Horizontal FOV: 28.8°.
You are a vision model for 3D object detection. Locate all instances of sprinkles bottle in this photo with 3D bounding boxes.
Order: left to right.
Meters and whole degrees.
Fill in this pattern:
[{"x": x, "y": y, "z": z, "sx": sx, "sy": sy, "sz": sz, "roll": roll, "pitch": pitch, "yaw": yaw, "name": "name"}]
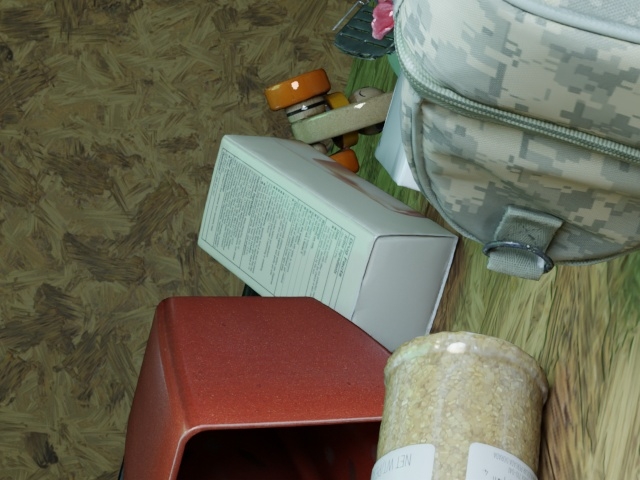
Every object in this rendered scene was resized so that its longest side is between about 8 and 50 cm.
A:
[{"x": 0.078, "y": 0.235, "z": 0.799, "sx": 0.121, "sy": 0.121, "sz": 0.355, "roll": 112, "pitch": 172, "yaw": -54, "name": "sprinkles bottle"}]

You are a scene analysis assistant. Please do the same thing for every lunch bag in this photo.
[{"x": 0.150, "y": -0.156, "z": 0.616, "sx": 0.256, "sy": 0.212, "sz": 0.305, "roll": 119, "pitch": 166, "yaw": -68, "name": "lunch bag"}]

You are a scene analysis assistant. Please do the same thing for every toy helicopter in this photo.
[{"x": 0.083, "y": -0.183, "z": 1.677, "sx": 0.355, "sy": 0.235, "sz": 0.140, "roll": -38, "pitch": -72, "yaw": -75, "name": "toy helicopter"}]

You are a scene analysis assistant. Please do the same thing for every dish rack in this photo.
[{"x": 0.115, "y": -0.347, "z": 1.570, "sx": 0.271, "sy": 0.074, "sz": 0.208, "roll": -49, "pitch": 25, "yaw": -3, "name": "dish rack"}]

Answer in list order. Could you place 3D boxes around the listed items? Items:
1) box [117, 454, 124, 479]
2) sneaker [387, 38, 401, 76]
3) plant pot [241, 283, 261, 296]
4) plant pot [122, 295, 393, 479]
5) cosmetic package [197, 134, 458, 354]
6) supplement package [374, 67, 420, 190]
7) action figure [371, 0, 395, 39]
[{"x": -0.110, "y": 0.374, "z": 1.456, "sx": 0.183, "sy": 0.294, "sz": 0.296, "roll": -87, "pitch": 12, "yaw": -56, "name": "box"}, {"x": 0.148, "y": -0.304, "z": 1.733, "sx": 0.080, "sy": 0.094, "sz": 0.212, "roll": 58, "pitch": 168, "yaw": 15, "name": "sneaker"}, {"x": -0.064, "y": 0.192, "z": 1.977, "sx": 0.187, "sy": 0.188, "sz": 0.167, "roll": 111, "pitch": 178, "yaw": -47, "name": "plant pot"}, {"x": -0.066, "y": 0.197, "z": 1.242, "sx": 0.236, "sy": 0.267, "sz": 0.267, "roll": -120, "pitch": 39, "yaw": -48, "name": "plant pot"}, {"x": 0.000, "y": 0.000, "z": 1.425, "sx": 0.296, "sy": 0.129, "sz": 0.153, "roll": 37, "pitch": 118, "yaw": 44, "name": "cosmetic package"}, {"x": 0.152, "y": -0.162, "z": 0.986, "sx": 0.204, "sy": 0.145, "sz": 0.262, "roll": -103, "pitch": 27, "yaw": -79, "name": "supplement package"}, {"x": 0.106, "y": -0.363, "z": 1.142, "sx": 0.248, "sy": 0.276, "sz": 0.370, "roll": 19, "pitch": 86, "yaw": 63, "name": "action figure"}]
